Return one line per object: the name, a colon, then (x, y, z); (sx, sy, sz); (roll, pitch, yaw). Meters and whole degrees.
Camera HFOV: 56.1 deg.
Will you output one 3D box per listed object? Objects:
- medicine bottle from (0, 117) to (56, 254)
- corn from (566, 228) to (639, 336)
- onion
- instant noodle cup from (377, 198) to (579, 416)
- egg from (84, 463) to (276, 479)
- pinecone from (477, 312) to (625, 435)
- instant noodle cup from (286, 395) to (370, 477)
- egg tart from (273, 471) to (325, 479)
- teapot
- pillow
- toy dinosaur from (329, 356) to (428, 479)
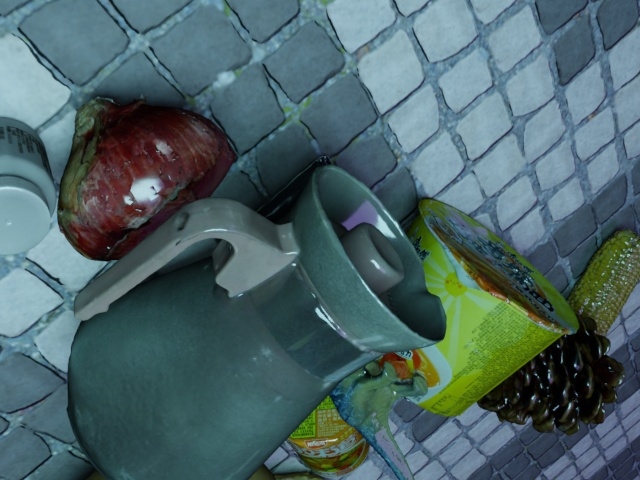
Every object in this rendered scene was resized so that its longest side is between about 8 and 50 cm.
medicine bottle: (-0.275, -0.048, 0.522); (0.079, 0.140, 0.079); (-15, 126, -21)
corn: (0.512, 0.112, 1.114); (0.101, 0.101, 0.291); (4, 116, -32)
onion: (-0.173, -0.067, 0.572); (0.184, 0.184, 0.147); (-34, 94, -7)
instant noodle cup: (0.182, 0.097, 0.828); (0.264, 0.264, 0.200); (18, 118, -37)
egg: (-0.205, 0.421, 0.764); (0.374, 0.301, 0.301); (-44, 132, 12)
pinecone: (0.365, 0.216, 1.025); (0.273, 0.224, 0.224); (11, 115, -16)
instant noodle cup: (0.008, 0.262, 0.890); (0.168, 0.168, 0.185); (-28, 137, -12)
egg tart: (-0.091, 0.533, 1.019); (0.319, 0.128, 0.318); (-13, 123, -21)
teapot: (-0.083, 0.089, 0.603); (0.344, 0.253, 0.300); (-37, 138, 20)
pillow: (0.000, 0.000, 0.770); (0.141, 0.055, 0.208); (-41, 132, -2)
toy dinosaur: (0.047, 0.174, 0.743); (0.147, 0.363, 0.076); (-36, 175, 33)
